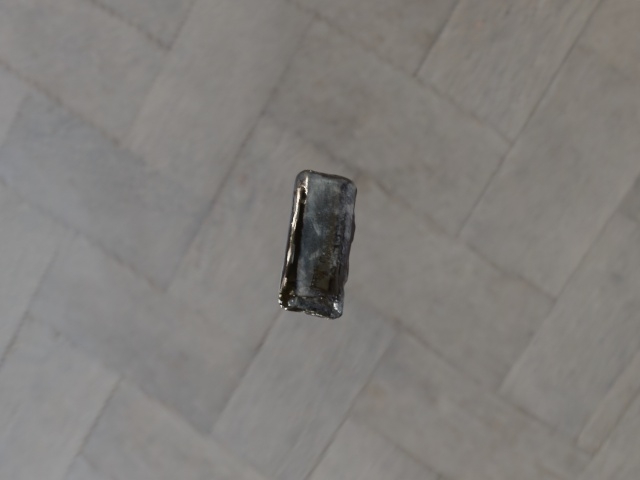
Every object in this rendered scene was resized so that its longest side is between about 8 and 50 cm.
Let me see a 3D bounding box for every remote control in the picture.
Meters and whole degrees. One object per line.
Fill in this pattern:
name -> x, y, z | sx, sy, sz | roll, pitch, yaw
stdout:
remote control -> 0.000, 0.000, 1.069 | 0.039, 0.096, 0.014 | 12, 147, -6
